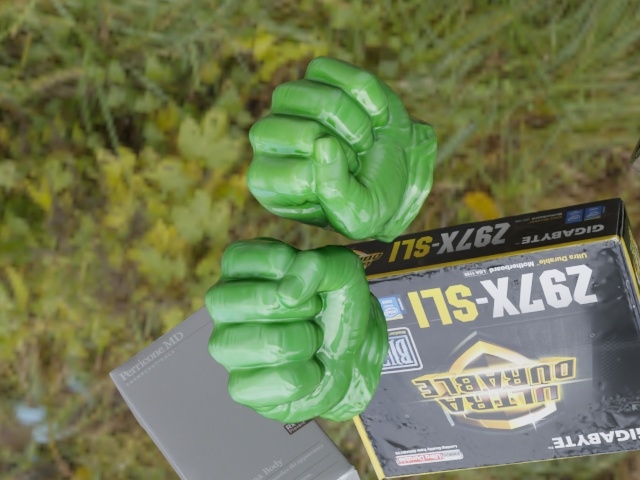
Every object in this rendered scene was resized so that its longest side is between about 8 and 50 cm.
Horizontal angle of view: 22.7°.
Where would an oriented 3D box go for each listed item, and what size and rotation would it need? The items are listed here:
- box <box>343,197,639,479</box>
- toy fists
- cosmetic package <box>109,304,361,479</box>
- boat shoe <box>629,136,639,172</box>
[{"bbox_3d":[0.173,0.105,1.576,0.322,0.079,0.257,-9,120,21],"label":"box"},{"bbox_3d":[0.000,0.000,1.205,0.142,0.279,0.096,22,169,-38],"label":"toy fists"},{"bbox_3d":[-0.072,0.181,1.431,0.127,0.238,0.107,-37,147,-11],"label":"cosmetic package"},{"bbox_3d":[0.408,-0.137,1.623,0.104,0.307,0.111,36,141,0],"label":"boat shoe"}]
